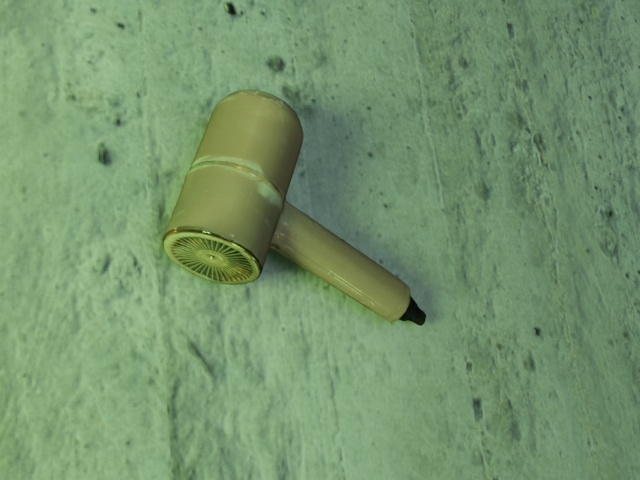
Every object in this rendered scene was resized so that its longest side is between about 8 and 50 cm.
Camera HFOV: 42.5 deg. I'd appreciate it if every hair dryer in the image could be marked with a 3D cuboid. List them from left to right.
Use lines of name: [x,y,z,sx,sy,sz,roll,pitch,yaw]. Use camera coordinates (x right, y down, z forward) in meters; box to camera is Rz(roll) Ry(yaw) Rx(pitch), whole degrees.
hair dryer: [0.000,0.000,0.912,0.344,0.107,0.189,35,55,-30]
